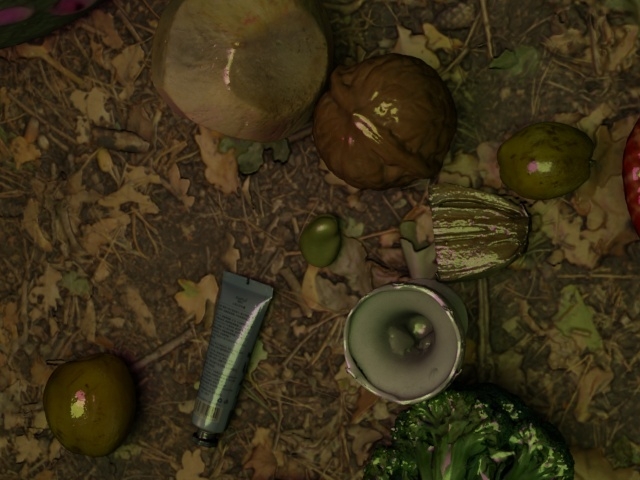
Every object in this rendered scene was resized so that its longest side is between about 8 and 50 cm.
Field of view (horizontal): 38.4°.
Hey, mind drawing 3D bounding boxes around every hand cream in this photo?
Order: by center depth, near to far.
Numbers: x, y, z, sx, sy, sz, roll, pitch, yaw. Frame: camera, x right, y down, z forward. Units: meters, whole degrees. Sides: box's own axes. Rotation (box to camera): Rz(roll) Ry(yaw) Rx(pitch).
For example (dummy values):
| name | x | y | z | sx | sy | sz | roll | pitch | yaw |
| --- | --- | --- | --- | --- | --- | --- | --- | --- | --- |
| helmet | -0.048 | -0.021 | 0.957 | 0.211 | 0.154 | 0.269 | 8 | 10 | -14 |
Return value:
| name | x | y | z | sx | sy | sz | roll | pitch | yaw |
| --- | --- | --- | --- | --- | --- | --- | --- | --- | --- |
| hand cream | -0.144 | 0.188 | 1.429 | 0.091 | 0.058 | 0.271 | 18 | 96 | 25 |

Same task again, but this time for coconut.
| name | x | y | z | sx | sy | sz | roll | pitch | yaw |
| --- | --- | --- | --- | --- | --- | --- | --- | --- | --- |
| coconut | -0.110 | -0.263 | 1.296 | 0.259 | 0.259 | 0.259 | 1 | 96 | 15 |

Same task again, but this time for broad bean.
| name | x | y | z | sx | sy | sz | roll | pitch | yaw |
| --- | --- | --- | --- | --- | --- | --- | --- | --- | --- |
| broad bean | 0.000 | 0.000 | 1.376 | 0.063 | 0.045 | 0.083 | 14 | 107 | 2 |

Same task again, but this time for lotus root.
| name | x | y | z | sx | sy | sz | roll | pitch | yaw |
| --- | --- | --- | --- | --- | --- | --- | --- | --- | --- |
| lotus root | 0.225 | -0.007 | 1.300 | 0.144 | 0.070 | 0.143 | 1 | 81 | 15 |

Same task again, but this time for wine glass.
| name | x | y | z | sx | sy | sz | roll | pitch | yaw |
| --- | --- | --- | --- | --- | --- | --- | --- | --- | --- |
| wine glass | 0.128 | 0.129 | 1.273 | 0.164 | 0.196 | 0.165 | 1 | 93 | 15 |

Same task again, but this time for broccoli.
| name | x | y | z | sx | sy | sz | roll | pitch | yaw |
| --- | --- | --- | --- | --- | --- | --- | --- | --- | --- |
| broccoli | 0.202 | 0.324 | 1.253 | 0.294 | 0.245 | 0.265 | -19 | 114 | 42 |

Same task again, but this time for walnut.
| name | x | y | z | sx | sy | sz | roll | pitch | yaw |
| --- | --- | --- | --- | --- | --- | --- | --- | --- | --- |
| walnut | 0.086 | -0.161 | 1.249 | 0.213 | 0.213 | 0.213 | 1 | 96 | 15 |

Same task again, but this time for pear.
| name | x | y | z | sx | sy | sz | roll | pitch | yaw |
| --- | --- | --- | --- | --- | --- | --- | --- | --- | --- |
| pear | 0.307 | -0.107 | 1.250 | 0.131 | 0.107 | 0.107 | 0 | 95 | 23 |
| pear | -0.362 | 0.259 | 1.443 | 0.148 | 0.149 | 0.162 | -2 | 88 | 15 |

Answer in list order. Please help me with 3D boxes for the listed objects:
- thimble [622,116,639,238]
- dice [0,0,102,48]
| name | x | y | z | sx | sy | sz | roll | pitch | yaw |
| --- | --- | --- | --- | --- | --- | --- | --- | --- | --- |
| thimble | 0.549 | -0.073 | 1.124 | 0.350 | 0.230 | 0.350 | 2 | 97 | 17 |
| dice | -0.489 | -0.472 | 1.320 | 0.330 | 0.322 | 0.318 | -22 | 89 | 14 |
